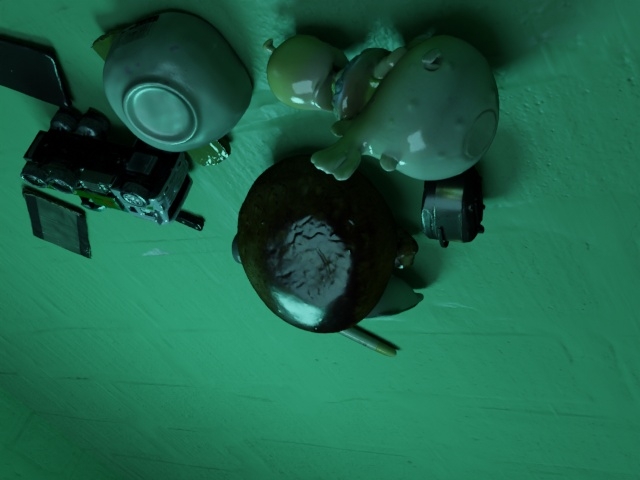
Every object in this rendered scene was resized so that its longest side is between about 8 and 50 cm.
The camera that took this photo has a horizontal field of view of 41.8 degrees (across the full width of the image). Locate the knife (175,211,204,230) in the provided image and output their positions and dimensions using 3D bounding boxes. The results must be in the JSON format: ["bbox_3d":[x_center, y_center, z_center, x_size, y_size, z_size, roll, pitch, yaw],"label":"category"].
[{"bbox_3d":[-0.369,-0.089,1.866,0.245,0.019,0.072,23,147,5],"label":"knife"}]

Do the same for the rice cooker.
[{"bbox_3d":[0.223,-0.063,1.426,0.107,0.112,0.165,2,142,22],"label":"rice cooker"}]

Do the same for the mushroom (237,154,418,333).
[{"bbox_3d":[-0.011,0.007,1.566,0.345,0.345,0.239,17,-175,11],"label":"mushroom"}]

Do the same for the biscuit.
[{"bbox_3d":[-0.281,-0.258,1.540,0.099,0.038,0.322,-12,134,36],"label":"biscuit"}]

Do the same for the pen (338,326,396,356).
[{"bbox_3d":[0.077,0.224,2.014,0.233,0.032,0.040,28,171,-6],"label":"pen"}]

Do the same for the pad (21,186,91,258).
[{"bbox_3d":[-0.665,-0.039,2.132,0.174,0.022,0.233,21,149,3],"label":"pad"}]

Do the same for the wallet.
[{"bbox_3d":[-0.628,-0.349,1.650,0.286,0.030,0.146,18,150,12],"label":"wallet"}]

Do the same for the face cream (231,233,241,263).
[{"bbox_3d":[-0.055,0.021,1.765,0.284,0.073,0.073,3,142,30],"label":"face cream"}]

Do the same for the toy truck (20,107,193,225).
[{"bbox_3d":[-0.439,-0.144,1.707,0.364,0.176,0.178,12,155,20],"label":"toy truck"}]

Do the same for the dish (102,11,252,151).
[{"bbox_3d":[-0.253,-0.248,1.421,0.256,0.117,0.256,8,137,7],"label":"dish"}]

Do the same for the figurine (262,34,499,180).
[{"bbox_3d":[0.053,-0.204,1.227,0.394,0.274,0.226,27,149,31],"label":"figurine"}]

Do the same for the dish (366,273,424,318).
[{"bbox_3d":[0.096,0.105,1.745,0.224,0.078,0.246,-12,-174,-17],"label":"dish"}]
